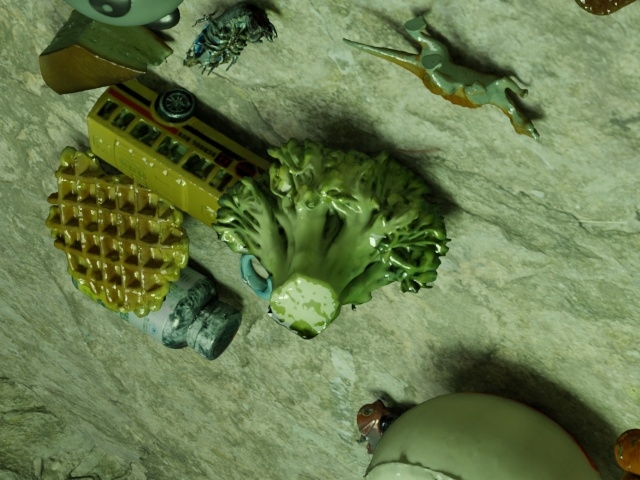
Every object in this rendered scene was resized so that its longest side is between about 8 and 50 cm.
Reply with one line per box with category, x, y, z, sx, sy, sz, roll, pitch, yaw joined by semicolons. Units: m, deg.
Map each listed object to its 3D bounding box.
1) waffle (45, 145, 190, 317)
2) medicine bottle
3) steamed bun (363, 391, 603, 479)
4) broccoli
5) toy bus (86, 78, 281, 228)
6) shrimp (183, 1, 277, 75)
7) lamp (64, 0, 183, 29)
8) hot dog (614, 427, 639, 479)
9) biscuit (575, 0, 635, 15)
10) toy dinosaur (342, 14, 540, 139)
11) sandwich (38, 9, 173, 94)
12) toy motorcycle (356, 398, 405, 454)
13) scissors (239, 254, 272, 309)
waffle;-0.335;-0.020;1.999;0.301;0.058;0.281;33;121;23
medicine bottle;-0.281;0.094;2.129;0.293;0.141;0.141;30;151;15
steamed bun;0.262;0.369;1.785;0.374;0.241;0.374;28;146;22
broccoli;0.000;0.000;1.535;0.288;0.245;0.248;-29;110;29
toy bus;-0.168;-0.104;1.722;0.336;0.123;0.121;32;151;12
shrimp;-0.109;-0.255;1.517;0.082;0.076;0.174;7;166;-35
lamp;-0.221;-0.353;1.369;0.198;0.197;0.244;37;143;3
hot dog;0.482;0.287;1.522;0.257;0.150;0.153;4;147;47
biscuit;0.289;-0.268;1.032;0.236;0.039;0.180;-9;125;53
toy dinosaur;0.139;-0.182;1.343;0.212;0.057;0.142;28;172;42
sandwich;-0.315;-0.263;1.693;0.258;0.094;0.096;-2;137;49
toy motorcycle;0.113;0.333;2.083;0.118;0.084;0.212;25;155;8
scissors;-0.018;0.039;1.853;0.180;0.032;0.393;40;153;-2
